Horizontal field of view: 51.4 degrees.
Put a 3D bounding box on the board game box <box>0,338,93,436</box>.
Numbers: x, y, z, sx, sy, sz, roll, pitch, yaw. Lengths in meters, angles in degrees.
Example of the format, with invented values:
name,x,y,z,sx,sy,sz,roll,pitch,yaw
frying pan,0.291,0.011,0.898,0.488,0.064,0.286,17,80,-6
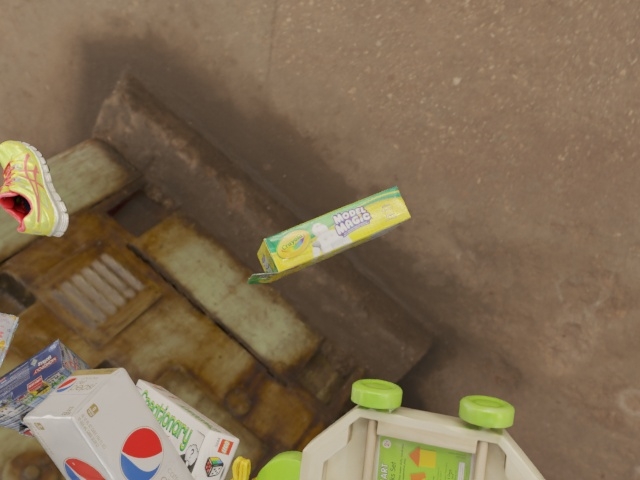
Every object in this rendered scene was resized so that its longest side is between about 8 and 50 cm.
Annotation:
name,x,y,z,sx,sy,sz,roll,pitch,yaw
board game box,-0.440,0.268,1.110,0.194,0.060,0.194,-33,142,7

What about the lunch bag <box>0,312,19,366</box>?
name,x,y,z,sx,sy,sz,roll,pitch,yaw
lunch bag,-0.466,0.129,0.931,0.071,0.083,0.053,20,118,-22

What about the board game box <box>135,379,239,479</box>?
name,x,y,z,sx,sy,sz,roll,pitch,yaw
board game box,-0.235,0.330,0.959,0.053,0.193,0.305,28,167,-30

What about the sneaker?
name,x,y,z,sx,sy,sz,roll,pitch,yaw
sneaker,-0.526,-0.095,1.168,0.081,0.094,0.209,-48,69,33

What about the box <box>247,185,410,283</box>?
name,x,y,z,sx,sy,sz,roll,pitch,yaw
box,0.000,0.000,0.734,0.043,0.179,0.105,65,167,5

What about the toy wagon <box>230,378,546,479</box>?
name,x,y,z,sx,sy,sz,roll,pitch,yaw
toy wagon,0.069,0.290,0.730,0.344,0.068,0.267,7,92,15

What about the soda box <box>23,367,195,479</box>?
name,x,y,z,sx,sy,sz,roll,pitch,yaw
soda box,-0.173,0.222,0.616,0.073,0.069,0.216,-11,115,34
